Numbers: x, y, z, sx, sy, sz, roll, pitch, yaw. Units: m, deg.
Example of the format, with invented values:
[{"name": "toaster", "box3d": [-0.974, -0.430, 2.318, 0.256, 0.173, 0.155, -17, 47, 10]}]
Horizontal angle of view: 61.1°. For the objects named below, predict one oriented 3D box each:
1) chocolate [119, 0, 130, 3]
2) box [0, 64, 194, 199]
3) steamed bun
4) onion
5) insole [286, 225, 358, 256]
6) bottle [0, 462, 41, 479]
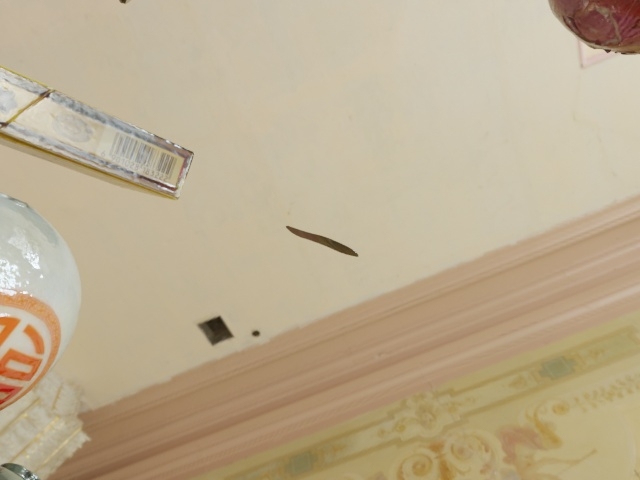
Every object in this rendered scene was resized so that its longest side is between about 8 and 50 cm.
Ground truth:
[{"name": "chocolate", "box3d": [-0.318, -0.467, 0.831, 0.156, 0.133, 0.156, -43, -154, 27]}, {"name": "box", "box3d": [-0.360, -0.149, 0.762, 0.193, 0.301, 0.084, 13, -95, 44]}, {"name": "steamed bun", "box3d": [-0.387, 0.088, 0.569, 0.283, 0.283, 0.177, -38, -123, -21]}, {"name": "onion", "box3d": [0.233, -0.198, 0.391, 0.131, 0.131, 0.131, -19, -150, 12]}, {"name": "insole", "box3d": [0.000, 0.000, 0.785, 0.135, 0.045, 0.002, 18, -109, 40]}, {"name": "bottle", "box3d": [-0.451, 0.492, 0.834, 0.168, 0.347, 0.168, -10, -148, 6]}]
